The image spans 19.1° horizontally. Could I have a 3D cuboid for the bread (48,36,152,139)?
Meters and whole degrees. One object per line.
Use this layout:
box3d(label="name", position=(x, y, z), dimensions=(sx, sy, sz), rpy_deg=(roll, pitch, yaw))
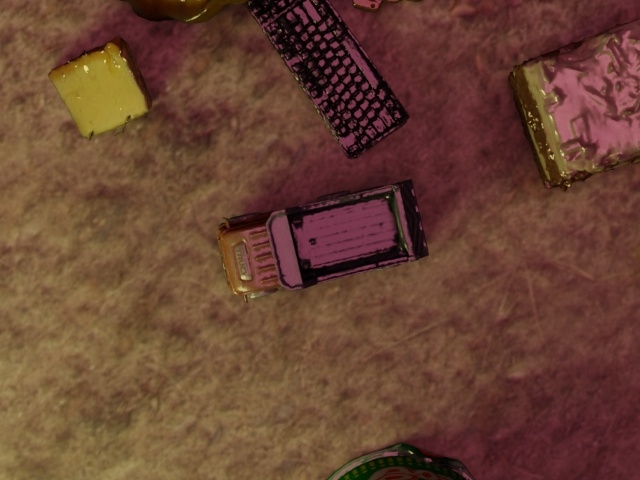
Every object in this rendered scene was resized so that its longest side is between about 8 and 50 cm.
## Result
box3d(label="bread", position=(-0.201, -0.137, 1.763), dimensions=(0.080, 0.109, 0.084), rpy_deg=(-26, 97, -3))

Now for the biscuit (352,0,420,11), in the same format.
box3d(label="biscuit", position=(0.056, -0.281, 1.804), dimensions=(0.119, 0.019, 0.129), rpy_deg=(14, 93, -2))

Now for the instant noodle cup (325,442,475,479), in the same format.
box3d(label="instant noodle cup", position=(0.080, 0.301, 1.724), dimensions=(0.207, 0.232, 0.207), rpy_deg=(0, 92, -1))

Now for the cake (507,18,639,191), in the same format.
box3d(label="cake", position=(0.256, -0.122, 1.753), dimensions=(0.135, 0.147, 0.134), rpy_deg=(-20, 94, -2))

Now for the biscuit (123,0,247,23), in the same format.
box3d(label="biscuit", position=(-0.124, -0.370, 1.699), dimensions=(0.329, 0.078, 0.335), rpy_deg=(-25, 89, 38))

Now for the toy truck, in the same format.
box3d(label="toy truck", position=(0.000, 0.000, 1.779), dimensions=(0.192, 0.092, 0.083), rpy_deg=(-13, 94, 0))

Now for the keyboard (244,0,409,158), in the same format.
box3d(label="keyboard", position=(-0.007, -0.189, 1.806), dimensions=(0.072, 0.023, 0.231), rpy_deg=(-35, 93, -2))
